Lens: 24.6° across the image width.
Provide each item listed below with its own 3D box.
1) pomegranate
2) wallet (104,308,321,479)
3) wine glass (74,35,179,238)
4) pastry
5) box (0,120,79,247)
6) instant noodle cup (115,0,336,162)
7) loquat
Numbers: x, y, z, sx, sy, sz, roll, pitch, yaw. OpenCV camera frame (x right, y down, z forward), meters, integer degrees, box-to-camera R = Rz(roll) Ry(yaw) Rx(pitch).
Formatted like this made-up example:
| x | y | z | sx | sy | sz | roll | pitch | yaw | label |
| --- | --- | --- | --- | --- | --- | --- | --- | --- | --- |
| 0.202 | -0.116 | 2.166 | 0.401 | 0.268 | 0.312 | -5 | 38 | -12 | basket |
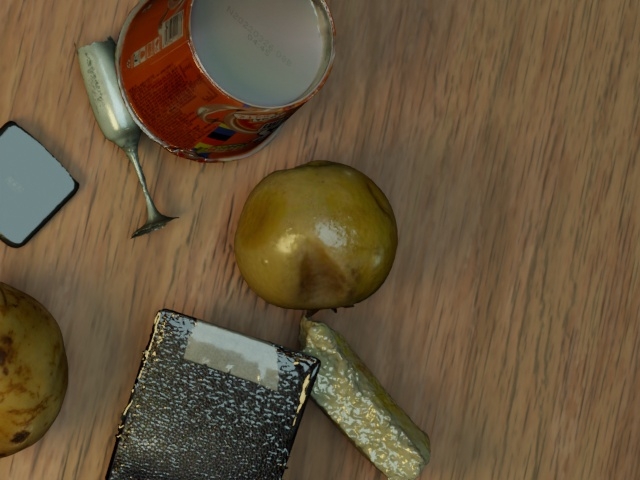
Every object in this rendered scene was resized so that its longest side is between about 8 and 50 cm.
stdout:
| x | y | z | sx | sy | sz | roll | pitch | yaw | label |
| --- | --- | --- | --- | --- | --- | --- | --- | --- | --- |
| -0.412 | 0.152 | 1.780 | 0.215 | 0.215 | 0.215 | 0 | 88 | -12 | pomegranate |
| -0.139 | 0.234 | 1.859 | 0.221 | 0.071 | 0.262 | 18 | 103 | -1 | wallet |
| -0.252 | -0.137 | 1.880 | 0.074 | 0.074 | 0.262 | -19 | 91 | -12 | wine glass |
| 0.048 | 0.209 | 1.904 | 0.089 | 0.121 | 0.258 | -44 | 97 | -5 | pastry |
| -0.391 | -0.070 | 1.871 | 0.126 | 0.027 | 0.125 | 45 | 83 | -9 | box |
| -0.109 | -0.232 | 1.819 | 0.250 | 0.192 | 0.250 | 4 | 80 | -24 | instant noodle cup |
| -0.004 | 0.001 | 1.861 | 0.213 | 0.213 | 0.213 | 0 | 88 | -12 | loquat |
